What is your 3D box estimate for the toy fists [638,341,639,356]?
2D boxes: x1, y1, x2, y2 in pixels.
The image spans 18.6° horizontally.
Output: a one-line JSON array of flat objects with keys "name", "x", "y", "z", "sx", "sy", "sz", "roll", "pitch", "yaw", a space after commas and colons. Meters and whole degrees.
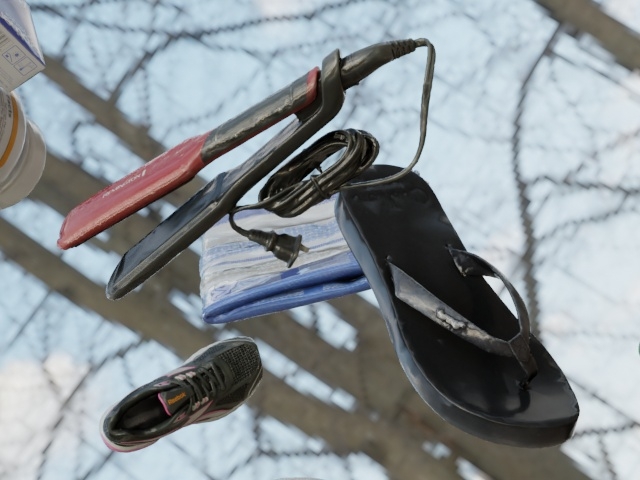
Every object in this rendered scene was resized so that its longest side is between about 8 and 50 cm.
[{"name": "toy fists", "x": 0.351, "y": 0.139, "z": 1.442, "sx": 0.096, "sy": 0.279, "sz": 0.142, "roll": -41, "pitch": -28, "yaw": -13}]

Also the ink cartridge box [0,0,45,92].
[{"name": "ink cartridge box", "x": -0.319, "y": -0.225, "z": 1.664, "sx": 0.046, "sy": 0.097, "sz": 0.207, "roll": -32, "pitch": -45, "yaw": 11}]

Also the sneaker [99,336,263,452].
[{"name": "sneaker", "x": -0.133, "y": 0.155, "z": 1.903, "sx": 0.178, "sy": 0.072, "sz": 0.077, "roll": -33, "pitch": -4, "yaw": -6}]

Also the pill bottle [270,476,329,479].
[{"name": "pill bottle", "x": -0.070, "y": 0.310, "z": 1.206, "sx": 0.392, "sy": 0.224, "sz": 0.224, "roll": -40, "pitch": -24, "yaw": -62}]

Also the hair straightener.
[{"name": "hair straightener", "x": -0.028, "y": -0.033, "z": 1.047, "sx": 0.230, "sy": 0.089, "sz": 0.047, "roll": -33, "pitch": 22, "yaw": 16}]

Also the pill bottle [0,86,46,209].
[{"name": "pill bottle", "x": -0.351, "y": -0.110, "z": 1.756, "sx": 0.136, "sy": 0.136, "sz": 0.246, "roll": -56, "pitch": -28, "yaw": -2}]

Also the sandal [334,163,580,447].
[{"name": "sandal", "x": 0.084, "y": 0.036, "z": 1.302, "sx": 0.097, "sy": 0.254, "sz": 0.054, "roll": -13, "pitch": -38, "yaw": -30}]

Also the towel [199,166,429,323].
[{"name": "towel", "x": 0.000, "y": 0.000, "z": 1.603, "sx": 0.285, "sy": 0.209, "sz": 0.034, "roll": -101, "pitch": -4, "yaw": -77}]
